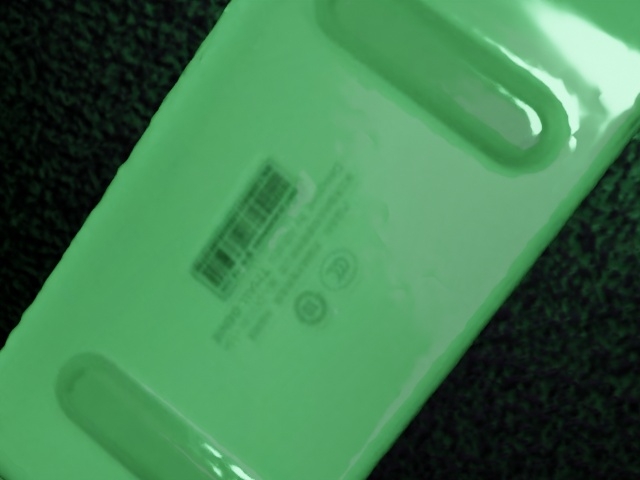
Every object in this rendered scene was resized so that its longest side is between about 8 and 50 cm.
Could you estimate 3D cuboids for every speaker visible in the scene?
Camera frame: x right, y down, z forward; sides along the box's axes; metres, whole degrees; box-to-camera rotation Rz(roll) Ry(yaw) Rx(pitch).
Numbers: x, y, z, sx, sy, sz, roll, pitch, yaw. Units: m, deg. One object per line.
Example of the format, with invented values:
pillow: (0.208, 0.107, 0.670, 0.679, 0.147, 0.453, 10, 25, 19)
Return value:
speaker: (0.000, 0.000, 0.601, 0.184, 0.183, 0.406, 37, 103, 7)

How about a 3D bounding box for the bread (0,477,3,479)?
bread: (-0.346, 0.042, 0.623, 0.264, 0.239, 0.395, -17, 99, 10)
